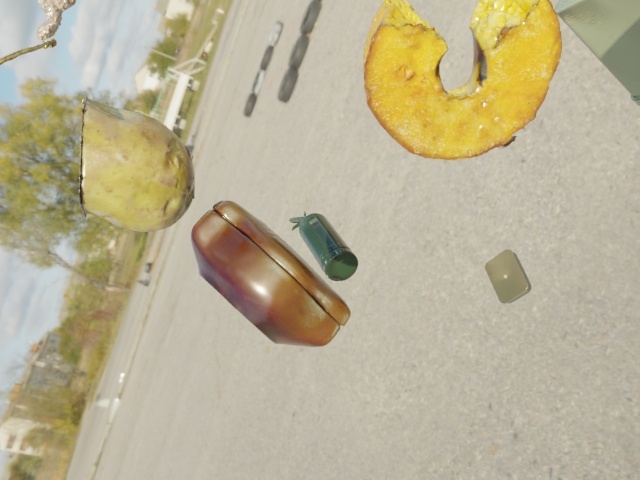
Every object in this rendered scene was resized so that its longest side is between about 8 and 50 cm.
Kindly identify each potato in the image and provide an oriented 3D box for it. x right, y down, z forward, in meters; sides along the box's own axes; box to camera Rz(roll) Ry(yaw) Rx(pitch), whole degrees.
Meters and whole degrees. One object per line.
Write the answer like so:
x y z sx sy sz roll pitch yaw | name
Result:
-0.402 -0.167 1.263 0.301 0.237 0.289 -146 58 -70 | potato

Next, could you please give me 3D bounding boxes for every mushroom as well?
-0.580 -0.328 1.023 0.028 0.026 0.286 -47 8 37 | mushroom

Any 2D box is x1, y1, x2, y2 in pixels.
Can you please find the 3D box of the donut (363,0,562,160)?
0.291 -0.374 1.267 0.163 0.434 0.378 -104 11 -50 | donut

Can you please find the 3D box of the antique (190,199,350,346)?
-0.086 0.063 0.888 0.129 0.278 0.223 -48 5 -10 | antique

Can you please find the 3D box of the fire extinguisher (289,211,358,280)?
0.000 0.000 1.599 0.311 0.114 0.095 -122 14 -55 | fire extinguisher

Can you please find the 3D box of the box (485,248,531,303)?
0.483 0.094 1.446 0.091 0.031 0.126 -44 48 36 | box

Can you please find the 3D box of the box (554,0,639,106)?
0.760 -0.493 1.224 0.177 0.343 0.352 -57 16 -10 | box

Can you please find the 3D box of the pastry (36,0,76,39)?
-0.633 -0.603 1.277 0.103 0.112 0.265 -123 20 -55 | pastry
